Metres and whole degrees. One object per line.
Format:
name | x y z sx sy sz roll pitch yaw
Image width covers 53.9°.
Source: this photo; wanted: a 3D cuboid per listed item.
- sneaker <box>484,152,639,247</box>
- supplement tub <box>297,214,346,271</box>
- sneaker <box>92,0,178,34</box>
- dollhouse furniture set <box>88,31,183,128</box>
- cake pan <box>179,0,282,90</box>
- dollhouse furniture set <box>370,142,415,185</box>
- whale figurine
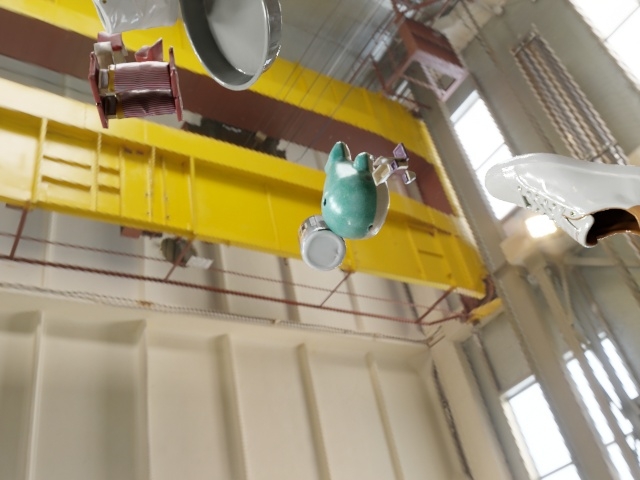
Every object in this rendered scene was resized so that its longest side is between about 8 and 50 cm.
sneaker | 0.380 -0.060 0.986 0.106 0.290 0.123 47 -117 -43
supplement tub | 0.000 0.000 1.652 0.117 0.117 0.190 30 -169 -13
sneaker | -0.353 -0.504 1.157 0.169 0.292 0.108 -24 -117 -26
dollhouse furniture set | -0.474 -0.455 1.607 0.201 0.152 0.374 -9 -133 -11
cake pan | -0.175 -0.443 1.222 0.054 0.293 0.293 -28 -108 -34
dollhouse furniture set | 0.129 -0.139 1.332 0.081 0.114 0.091 -6 -114 -29
whale figurine | 0.055 -0.124 1.515 0.141 0.216 0.272 -2 -134 -26
